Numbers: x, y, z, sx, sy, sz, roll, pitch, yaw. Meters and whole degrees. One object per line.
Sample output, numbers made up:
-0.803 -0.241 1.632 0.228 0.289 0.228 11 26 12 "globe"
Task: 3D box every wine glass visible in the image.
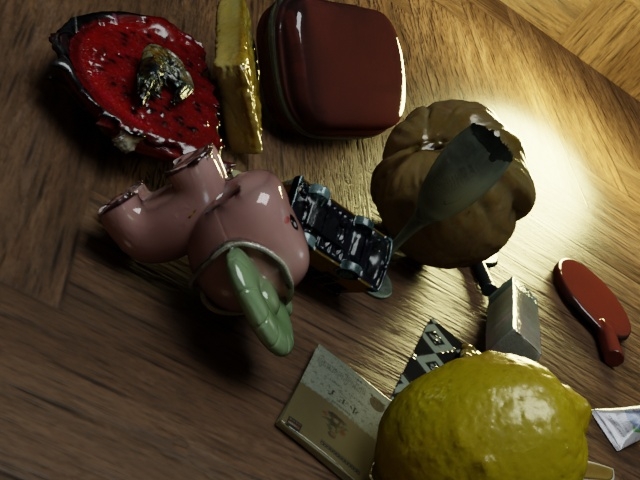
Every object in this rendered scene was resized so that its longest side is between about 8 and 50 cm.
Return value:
0.097 -0.092 1.650 0.264 0.309 0.096 35 29 -12 "wine glass"

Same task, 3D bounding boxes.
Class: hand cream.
0.546 0.325 1.911 0.142 0.053 0.084 -1 49 -39 "hand cream"

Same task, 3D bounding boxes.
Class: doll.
-0.122 0.017 1.387 0.268 0.216 0.284 60 6 -11 "doll"

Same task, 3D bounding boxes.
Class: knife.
0.393 0.357 1.689 0.256 0.022 0.046 15 33 -41 "knife"

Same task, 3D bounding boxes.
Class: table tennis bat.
0.288 0.018 2.042 0.150 0.027 0.236 25 30 -29 "table tennis bat"
0.565 0.142 2.203 0.200 0.038 0.310 31 29 -19 "table tennis bat"

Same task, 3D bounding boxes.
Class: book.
0.024 0.227 1.412 0.138 0.016 0.199 39 28 -4 "book"

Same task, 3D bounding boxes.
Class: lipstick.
0.320 0.139 1.792 0.066 0.068 0.317 45 16 -2 "lipstick"

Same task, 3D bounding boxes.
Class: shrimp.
-0.221 -0.229 1.533 0.091 0.034 0.161 31 32 -15 "shrimp"

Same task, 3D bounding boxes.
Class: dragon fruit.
-0.281 -0.225 1.583 0.282 0.100 0.344 25 34 -30 "dragon fruit"

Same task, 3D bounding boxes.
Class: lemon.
0.203 0.256 1.341 0.233 0.288 0.234 162 -90 -85 "lemon"

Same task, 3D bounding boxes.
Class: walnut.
0.228 -0.094 1.860 0.285 0.285 0.296 26 56 -28 "walnut"

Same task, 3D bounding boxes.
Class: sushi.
0.263 0.245 1.626 0.294 0.059 0.292 38 27 4 "sushi"

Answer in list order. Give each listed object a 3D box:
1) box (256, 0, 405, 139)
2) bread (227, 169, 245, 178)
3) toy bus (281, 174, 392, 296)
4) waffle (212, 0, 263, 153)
0.027 -0.317 2.004 0.404 0.108 0.263 -7 90 -57 "box"
-0.090 -0.048 1.654 0.068 0.028 0.154 7 41 -45 "bread"
0.000 0.000 1.577 0.201 0.114 0.098 33 62 -33 "toy bus"
-0.136 -0.278 1.793 0.057 0.168 0.274 -8 38 2 "waffle"
